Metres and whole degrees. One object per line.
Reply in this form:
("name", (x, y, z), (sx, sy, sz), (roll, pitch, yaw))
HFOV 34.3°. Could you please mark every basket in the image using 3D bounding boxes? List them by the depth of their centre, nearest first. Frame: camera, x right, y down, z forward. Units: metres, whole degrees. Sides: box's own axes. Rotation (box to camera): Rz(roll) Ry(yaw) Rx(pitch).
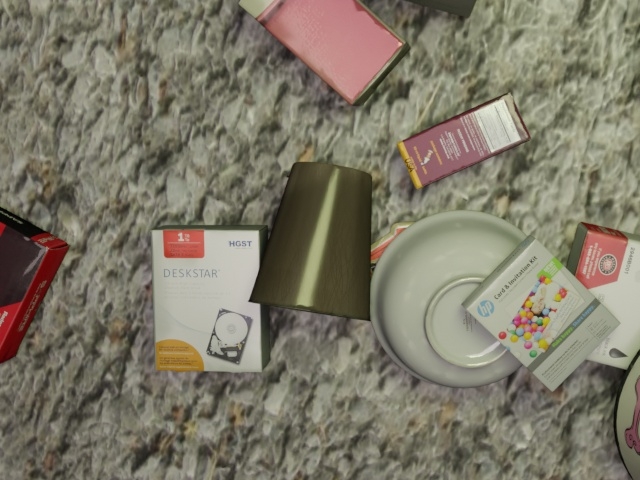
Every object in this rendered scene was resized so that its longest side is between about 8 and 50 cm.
("basket", (0.000, 0.000, 1.614), (0.204, 0.154, 0.226), (11, 85, -29))

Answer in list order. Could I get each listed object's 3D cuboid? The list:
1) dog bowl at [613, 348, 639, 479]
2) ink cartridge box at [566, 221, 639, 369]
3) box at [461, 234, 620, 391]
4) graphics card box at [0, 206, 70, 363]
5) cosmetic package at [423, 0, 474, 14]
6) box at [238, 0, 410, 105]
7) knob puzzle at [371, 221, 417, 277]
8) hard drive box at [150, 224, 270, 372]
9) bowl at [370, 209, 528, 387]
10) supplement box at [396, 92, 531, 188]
("dog bowl", (0.641, 0.276, 1.476), (0.408, 0.150, 0.408), (0, 110, 0))
("ink cartridge box", (0.512, 0.102, 1.589), (0.273, 0.114, 0.197), (14, 99, 4))
("box", (0.322, 0.107, 1.512), (0.186, 0.038, 0.145), (44, 93, -10))
("graphics card box", (-0.640, 0.021, 1.740), (0.371, 0.094, 0.232), (29, 100, 4))
("cosmetic package", (0.171, -0.439, 1.433), (0.156, 0.385, 0.217), (16, 98, 5))
("box", (0.011, -0.327, 1.586), (0.232, 0.148, 0.127), (42, 101, 2))
("knob puzzle", (0.170, 0.054, 1.671), (0.213, 0.030, 0.213), (1, 96, 7))
("hard drive box", (-0.178, 0.092, 1.690), (0.181, 0.089, 0.232), (-1, 96, 7))
("bowl", (0.225, 0.109, 1.596), (0.298, 0.134, 0.297), (0, 103, 0))
("supplement box", (0.220, -0.154, 1.602), (0.188, 0.104, 0.080), (-24, 93, 9))
